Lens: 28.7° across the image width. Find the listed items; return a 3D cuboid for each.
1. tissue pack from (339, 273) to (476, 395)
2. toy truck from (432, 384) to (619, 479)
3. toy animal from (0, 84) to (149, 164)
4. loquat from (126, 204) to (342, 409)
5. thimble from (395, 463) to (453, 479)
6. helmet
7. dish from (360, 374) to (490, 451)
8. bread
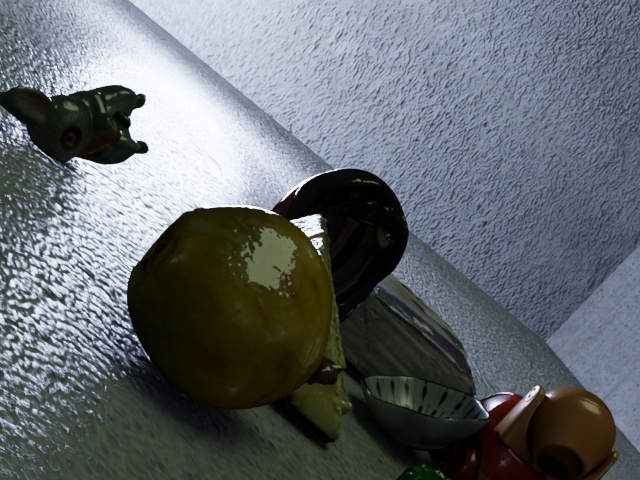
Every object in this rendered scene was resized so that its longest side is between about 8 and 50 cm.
[{"bbox_3d":[0.122,0.157,2.023,0.242,0.125,0.344,41,6,-3],"label":"tissue pack"},{"bbox_3d":[0.303,0.294,1.778,0.189,0.239,0.265,41,7,-7],"label":"toy truck"},{"bbox_3d":[-0.332,-0.148,1.654,0.236,0.138,0.108,-12,93,-52],"label":"toy animal"},{"bbox_3d":[-0.076,0.079,1.284,0.246,0.213,0.213,39,10,-21],"label":"loquat"},{"bbox_3d":[0.117,0.311,1.370,0.118,0.090,0.130,36,10,-24],"label":"thimble"},{"bbox_3d":[0.000,0.000,1.812,0.198,0.253,0.154,56,0,-28],"label":"helmet"},{"bbox_3d":[0.139,0.247,1.750,0.190,0.066,0.191,13,9,-2],"label":"dish"},{"bbox_3d":[-0.058,0.123,1.569,0.263,0.198,0.236,-90,166,-76],"label":"bread"}]
